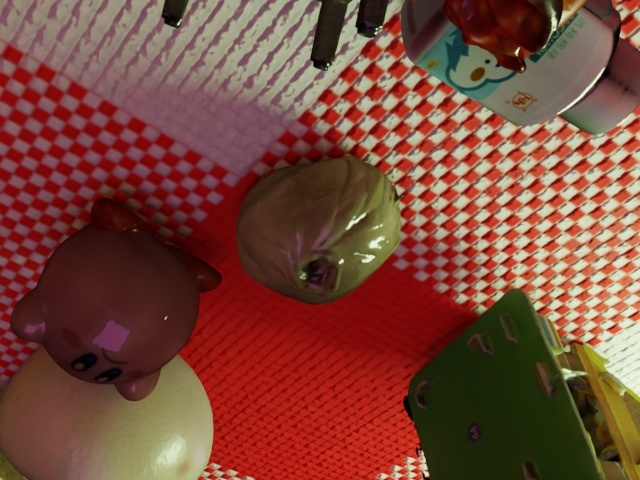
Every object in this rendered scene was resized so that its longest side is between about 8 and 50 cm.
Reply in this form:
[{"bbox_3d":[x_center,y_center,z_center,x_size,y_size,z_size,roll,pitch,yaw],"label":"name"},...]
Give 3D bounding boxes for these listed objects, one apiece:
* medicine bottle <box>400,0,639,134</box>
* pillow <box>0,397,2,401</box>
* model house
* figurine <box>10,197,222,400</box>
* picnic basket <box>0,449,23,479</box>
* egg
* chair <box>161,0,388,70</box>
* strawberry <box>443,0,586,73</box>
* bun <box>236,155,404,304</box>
[{"bbox_3d":[0.171,-0.163,0.624,0.188,0.094,0.119,25,129,-21],"label":"medicine bottle"},{"bbox_3d":[-0.322,0.261,1.070,0.270,0.067,0.173,34,122,-28],"label":"pillow"},{"bbox_3d":[0.311,0.274,0.881,0.313,0.357,0.242,13,133,-26],"label":"model house"},{"bbox_3d":[-0.212,0.066,0.806,0.173,0.173,0.173,1,134,1],"label":"figurine"},{"bbox_3d":[-0.524,0.330,1.097,0.179,0.128,0.137,-24,134,3],"label":"picnic basket"},{"bbox_3d":[-0.239,0.188,0.919,0.271,0.206,0.161,14,107,-17],"label":"egg"},{"bbox_3d":[-0.010,-0.270,0.518,0.136,0.147,0.270,12,90,-13],"label":"chair"},{"bbox_3d":[0.129,-0.269,0.423,0.149,0.265,0.336,26,122,14],"label":"strawberry"},{"bbox_3d":[0.000,0.000,0.774,0.167,0.113,0.173,15,135,-13],"label":"bun"}]
